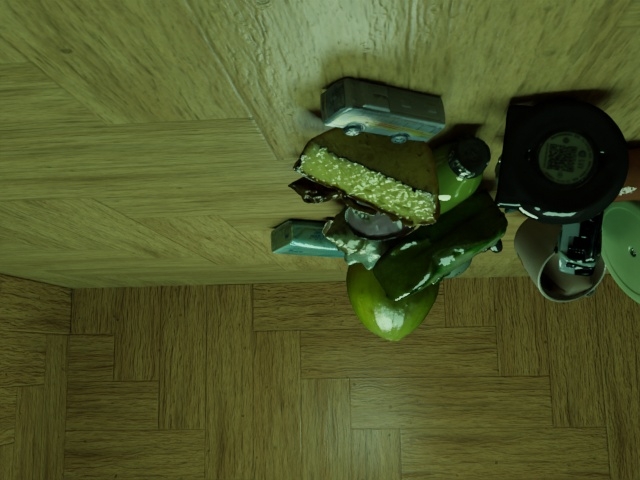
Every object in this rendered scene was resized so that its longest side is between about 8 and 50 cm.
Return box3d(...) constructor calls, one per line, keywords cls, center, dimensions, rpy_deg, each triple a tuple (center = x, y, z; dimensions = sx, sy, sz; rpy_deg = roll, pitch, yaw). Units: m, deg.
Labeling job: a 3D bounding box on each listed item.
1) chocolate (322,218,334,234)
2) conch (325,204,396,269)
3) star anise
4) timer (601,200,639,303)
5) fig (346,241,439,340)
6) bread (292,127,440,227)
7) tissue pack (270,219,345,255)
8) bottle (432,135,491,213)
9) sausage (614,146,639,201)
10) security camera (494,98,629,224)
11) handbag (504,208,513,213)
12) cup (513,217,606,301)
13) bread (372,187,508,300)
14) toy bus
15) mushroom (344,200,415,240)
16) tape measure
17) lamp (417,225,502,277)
box3d(cls="chocolate", center=(0.052, -0.038, 1.974), dimensions=(0.101, 0.031, 0.064), rpy_deg=(4, 126, -21))
box3d(cls="conch", center=(0.121, -0.008, 1.831), dimensions=(0.203, 0.169, 0.386), rpy_deg=(23, -178, 32))
box3d(cls="star anise", center=(0.035, -0.118, 1.368), dimensions=(0.212, 0.111, 0.196), rpy_deg=(0, 166, 37))
box3d(cls="timer", center=(0.874, -0.025, 1.624), dimensions=(0.315, 0.290, 0.291), rpy_deg=(-20, 172, -7))
box3d(cls="fig", center=(0.243, 0.171, 2.350), dimensions=(0.343, 0.343, 0.343), rpy_deg=(-1, 170, 0))
box3d(cls="bread", center=(0.096, -0.134, 1.151), dimensions=(0.260, 0.134, 0.129), rpy_deg=(21, 154, 0))
box3d(cls="tissue pack", center=(0.000, 0.000, 2.065), dimensions=(0.263, 0.089, 0.177), rpy_deg=(3, 168, -24))
box3d(cls="bottle", center=(0.244, -0.125, 1.287), dimensions=(0.112, 0.112, 0.260), rpy_deg=(0, 170, -7))
box3d(cls="sausage", center=(0.562, -0.126, 1.326), dimensions=(0.259, 0.113, 0.113), rpy_deg=(-3, 170, 13))
box3d(cls="security camera", center=(0.394, -0.117, 1.159), dimensions=(0.191, 0.197, 0.277), rpy_deg=(7, 178, 11))
box3d(cls="handbag", center=(0.553, -0.107, 1.603), dimensions=(0.221, 0.057, 0.144), rpy_deg=(-12, 172, 42))
box3d(cls="cup", center=(0.663, 0.051, 1.879), dimensions=(0.191, 0.200, 0.253), rpy_deg=(-43, 118, 15))
box3d(cls="bread", center=(0.306, 0.013, 1.663), dimensions=(0.382, 0.129, 0.366), rpy_deg=(-26, 169, -42))
box3d(cls="toy bus", center=(0.097, -0.193, 1.027), dimensions=(0.191, 0.064, 0.075), rpy_deg=(5, 163, -30))
box3d(cls="mushroom", center=(0.150, -0.078, 1.545), dimensions=(0.188, 0.141, 0.117), rpy_deg=(-20, -166, 29))
box3d(cls="tape measure", center=(0.621, -0.006, 1.638), dimensions=(0.107, 0.181, 0.182), rpy_deg=(10, -168, 22))
box3d(cls="lamp", center=(0.377, 0.012, 1.935), dimensions=(0.244, 0.197, 0.198), rpy_deg=(-17, 163, 30))
